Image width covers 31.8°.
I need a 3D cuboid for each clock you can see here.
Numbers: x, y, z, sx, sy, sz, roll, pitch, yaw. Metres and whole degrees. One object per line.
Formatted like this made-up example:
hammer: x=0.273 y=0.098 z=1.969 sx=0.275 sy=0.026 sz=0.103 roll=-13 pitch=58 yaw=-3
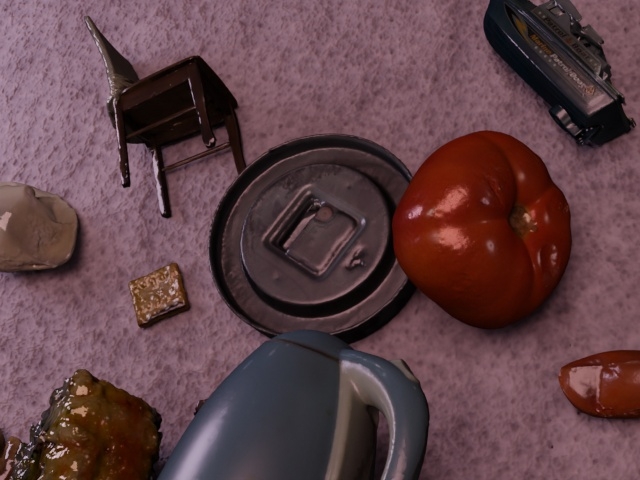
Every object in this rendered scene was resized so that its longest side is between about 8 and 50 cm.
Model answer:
clock: x=-0.001 y=0.000 z=1.597 sx=0.319 sy=0.066 sz=0.318 roll=-7 pitch=63 yaw=15

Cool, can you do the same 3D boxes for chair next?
chair: x=-0.236 y=-0.217 z=1.724 sx=0.186 sy=0.160 sz=0.319 roll=-22 pitch=62 yaw=13

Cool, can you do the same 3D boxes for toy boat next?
toy boat: x=0.331 y=-0.264 z=1.588 sx=0.122 sy=0.114 sz=0.296 roll=-37 pitch=61 yaw=6

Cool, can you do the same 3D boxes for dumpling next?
dumpling: x=-0.468 y=-0.033 z=1.740 sx=0.216 sy=0.126 sz=0.166 roll=3 pitch=40 yaw=28

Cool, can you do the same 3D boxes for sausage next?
sausage: x=0.387 y=0.178 z=1.389 sx=0.179 sy=0.089 sz=0.089 roll=-2 pitch=65 yaw=20

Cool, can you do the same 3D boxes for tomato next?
tomato: x=0.202 y=-0.017 z=1.456 sx=0.180 sy=0.260 sz=0.259 roll=-13 pitch=59 yaw=44

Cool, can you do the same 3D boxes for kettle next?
kettle: x=-0.022 y=0.262 z=1.234 sx=0.319 sy=0.247 sz=0.342 roll=2 pitch=60 yaw=45

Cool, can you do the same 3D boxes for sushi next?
sushi: x=-0.285 y=0.293 z=1.317 sx=0.184 sy=0.139 sz=0.274 roll=-35 pitch=37 yaw=49

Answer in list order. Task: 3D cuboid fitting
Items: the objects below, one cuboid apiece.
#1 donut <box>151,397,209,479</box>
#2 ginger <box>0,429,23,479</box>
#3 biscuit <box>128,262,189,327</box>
donut: x=-0.161 y=0.320 z=1.461 sx=0.345 sy=0.136 sz=0.259 roll=-23 pitch=63 yaw=7
ginger: x=-0.512 y=0.306 z=1.606 sx=0.166 sy=0.080 sz=0.333 roll=-46 pitch=58 yaw=7
biscuit: x=-0.239 y=0.081 z=1.660 sx=0.083 sy=0.018 sz=0.081 roll=-24 pitch=61 yaw=5
